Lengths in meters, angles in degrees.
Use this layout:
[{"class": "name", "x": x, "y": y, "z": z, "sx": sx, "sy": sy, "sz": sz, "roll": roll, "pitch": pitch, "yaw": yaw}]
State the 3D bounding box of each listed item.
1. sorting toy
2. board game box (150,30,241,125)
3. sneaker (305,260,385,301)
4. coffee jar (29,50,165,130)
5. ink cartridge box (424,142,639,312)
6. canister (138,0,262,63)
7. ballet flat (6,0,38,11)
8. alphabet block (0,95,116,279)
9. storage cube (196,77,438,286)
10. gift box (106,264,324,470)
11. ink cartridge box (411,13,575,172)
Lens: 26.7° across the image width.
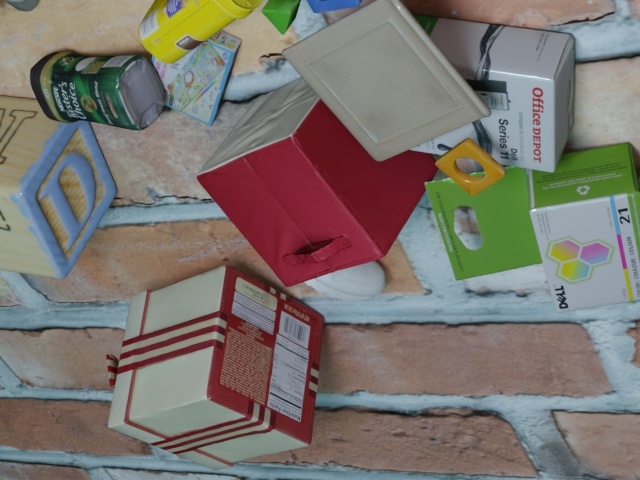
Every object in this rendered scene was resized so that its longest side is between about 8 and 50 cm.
[{"class": "sorting toy", "x": 0.078, "y": -0.185, "z": 1.522, "sx": 0.196, "sy": 0.047, "sz": 0.347, "roll": -18, "pitch": 122, "yaw": 46}, {"class": "board game box", "x": -0.170, "y": -0.226, "z": 1.764, "sx": 0.103, "sy": 0.026, "sz": 0.154, "roll": 25, "pitch": 143, "yaw": -1}, {"class": "sneaker", "x": 0.000, "y": 0.000, "z": 1.898, "sx": 0.235, "sy": 0.090, "sz": 0.095, "roll": 32, "pitch": 133, "yaw": -11}, {"class": "coffee jar", "x": -0.302, "y": -0.202, "z": 1.800, "sx": 0.184, "sy": 0.079, "sz": 0.096, "roll": 9, "pitch": 133, "yaw": 37}, {"class": "ink cartridge box", "x": 0.275, "y": -0.002, "z": 1.673, "sx": 0.255, "sy": 0.097, "sz": 0.188, "roll": -11, "pitch": 132, "yaw": 13}, {"class": "canister", "x": -0.132, "y": -0.290, "z": 1.589, "sx": 0.073, "sy": 0.126, "sz": 0.170, "roll": 41, "pitch": 142, "yaw": -21}, {"class": "ballet flat", "x": -0.399, "y": -0.357, "z": 1.701, "sx": 0.072, "sy": 0.068, "sz": 0.213, "roll": 20, "pitch": 143, "yaw": 6}, {"class": "alphabet block", "x": -0.442, "y": -0.080, "z": 1.953, "sx": 0.197, "sy": 0.193, "sz": 0.192, "roll": 8, "pitch": 138, "yaw": 21}, {"class": "storage cube", "x": -0.001, "y": -0.088, "z": 1.692, "sx": 0.184, "sy": 0.215, "sz": 0.193, "roll": -19, "pitch": 119, "yaw": 43}, {"class": "gift box", "x": -0.158, "y": 0.190, "z": 2.082, "sx": 0.258, "sy": 0.276, "sz": 0.255, "roll": -21, "pitch": 137, "yaw": 39}, {"class": "ink cartridge box", "x": 0.186, "y": -0.173, "z": 1.580, "sx": 0.208, "sy": 0.087, "sz": 0.153, "roll": 10, "pitch": 140, "yaw": 19}]
